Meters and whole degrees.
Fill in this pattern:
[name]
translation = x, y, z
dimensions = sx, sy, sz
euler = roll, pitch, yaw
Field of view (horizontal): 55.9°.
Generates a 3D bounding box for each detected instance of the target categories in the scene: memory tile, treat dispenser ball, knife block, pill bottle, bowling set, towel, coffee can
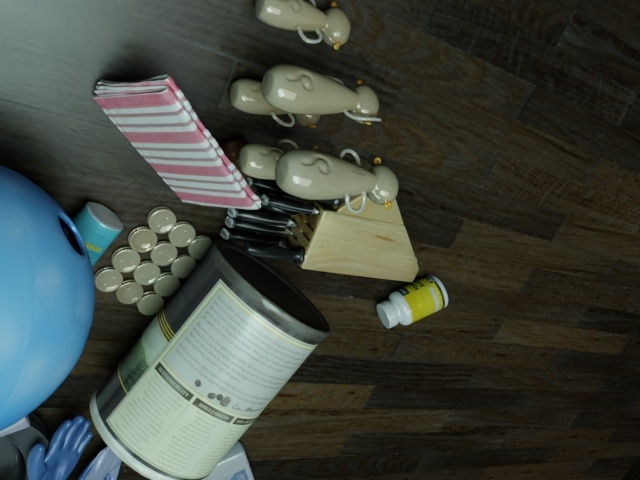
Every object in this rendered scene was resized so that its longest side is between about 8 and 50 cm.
[memory tile]
translation = -0.229, 0.030, 0.835
dimensions = 0.148, 0.012, 0.113
euler = -47, 129, 5
[treat dispenser ball]
translation = -0.374, 0.057, 0.593
dimensions = 0.288, 0.288, 0.288
euler = -14, 124, -21
[knife block]
translation = 0.000, 0.000, 0.895
dimensions = 0.242, 0.088, 0.275
euler = -31, 129, -7
[pill bottle]
translation = 0.161, 0.111, 1.066
dimensions = 0.116, 0.065, 0.065
euler = -23, 127, -16
[bowling set]
translation = -0.030, -0.147, 0.760
dimensions = 0.154, 0.286, 0.200
euler = 4, 161, -33
[towel]
translation = -0.164, -0.110, 0.708
dimensions = 0.029, 0.144, 0.197
euler = -58, 135, -25
[coffee can]
translation = -0.149, 0.165, 0.832
dimensions = 0.275, 0.201, 0.201
euler = -51, 129, 4

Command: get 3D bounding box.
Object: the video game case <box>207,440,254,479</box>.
[video game case]
translation = -0.251, 0.549, 1.130
dimensions = 0.300, 0.036, 0.328
euler = -21, 127, -16

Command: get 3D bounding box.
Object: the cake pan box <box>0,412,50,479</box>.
[cake pan box]
translation = -0.510, 0.312, 0.821
dimensions = 0.267, 0.070, 0.245
euler = -15, 127, -22

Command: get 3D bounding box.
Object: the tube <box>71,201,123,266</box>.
[tube]
translation = -0.335, 0.042, 0.766
dimensions = 0.080, 0.052, 0.207
euler = 37, 103, -28

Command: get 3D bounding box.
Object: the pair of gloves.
[pair of gloves]
translation = -0.360, 0.336, 0.887
dimensions = 0.159, 0.023, 0.198
euler = -63, 151, -12
